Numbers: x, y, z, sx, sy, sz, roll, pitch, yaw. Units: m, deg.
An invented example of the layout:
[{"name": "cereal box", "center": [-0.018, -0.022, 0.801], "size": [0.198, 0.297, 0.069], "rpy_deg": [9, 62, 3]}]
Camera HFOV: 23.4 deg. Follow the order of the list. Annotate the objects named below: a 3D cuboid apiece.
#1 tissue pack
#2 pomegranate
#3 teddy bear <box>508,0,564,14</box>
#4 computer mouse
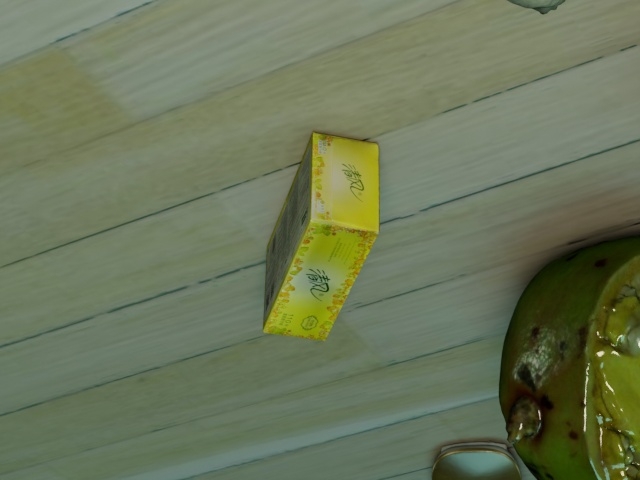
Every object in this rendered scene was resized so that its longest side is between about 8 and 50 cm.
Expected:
[{"name": "tissue pack", "center": [0.000, 0.000, 1.320], "size": [0.062, 0.095, 0.176], "rpy_deg": [10, 143, -12]}, {"name": "pomegranate", "center": [0.301, 0.123, 1.371], "size": [0.341, 0.260, 0.260], "rpy_deg": [-3, 154, -42]}, {"name": "teddy bear", "center": [0.170, -0.232, 0.942], "size": [0.267, 0.151, 0.236], "rpy_deg": [-18, 180, 15]}, {"name": "computer mouse", "center": [0.184, 0.292, 1.765], "size": [0.102, 0.045, 0.199], "rpy_deg": [-3, 143, 9]}]
